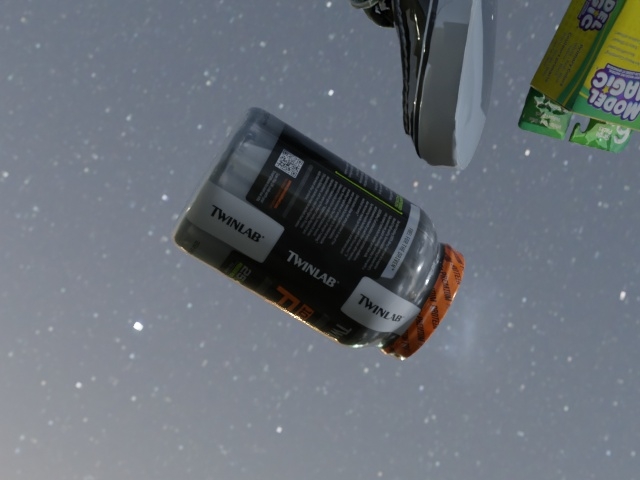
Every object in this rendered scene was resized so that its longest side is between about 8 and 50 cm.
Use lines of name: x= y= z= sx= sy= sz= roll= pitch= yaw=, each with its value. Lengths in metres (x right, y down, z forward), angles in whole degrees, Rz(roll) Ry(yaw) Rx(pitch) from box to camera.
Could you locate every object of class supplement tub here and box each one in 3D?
supplement tub: x=0.000 y=0.000 z=0.717 sx=0.190 sy=0.117 sz=0.117 roll=32 pitch=-34 yaw=-8

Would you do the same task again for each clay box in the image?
clay box: x=0.237 y=-0.158 z=0.699 sx=0.127 sy=0.053 sz=0.222 roll=7 pitch=-64 yaw=-34

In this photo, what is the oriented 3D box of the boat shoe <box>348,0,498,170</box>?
boat shoe: x=0.070 y=-0.192 z=0.720 sx=0.104 sy=0.306 sz=0.113 roll=0 pitch=-17 yaw=16
